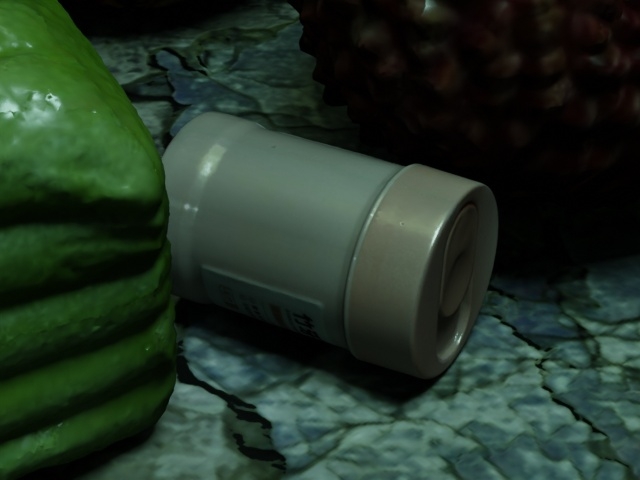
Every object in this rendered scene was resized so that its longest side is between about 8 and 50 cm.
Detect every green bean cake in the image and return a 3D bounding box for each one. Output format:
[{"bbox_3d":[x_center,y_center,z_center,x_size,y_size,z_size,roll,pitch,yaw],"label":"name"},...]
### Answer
[{"bbox_3d":[-0.167,-0.024,0.727,0.125,0.222,0.248,-23,44,-31],"label":"green bean cake"}]

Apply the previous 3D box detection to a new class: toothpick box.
[{"bbox_3d":[0.000,0.000,0.795,0.149,0.098,0.098,17,39,23],"label":"toothpick box"}]

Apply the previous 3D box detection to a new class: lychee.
[{"bbox_3d":[0.122,-0.159,0.844,0.306,0.306,0.330,-15,12,-20],"label":"lychee"}]

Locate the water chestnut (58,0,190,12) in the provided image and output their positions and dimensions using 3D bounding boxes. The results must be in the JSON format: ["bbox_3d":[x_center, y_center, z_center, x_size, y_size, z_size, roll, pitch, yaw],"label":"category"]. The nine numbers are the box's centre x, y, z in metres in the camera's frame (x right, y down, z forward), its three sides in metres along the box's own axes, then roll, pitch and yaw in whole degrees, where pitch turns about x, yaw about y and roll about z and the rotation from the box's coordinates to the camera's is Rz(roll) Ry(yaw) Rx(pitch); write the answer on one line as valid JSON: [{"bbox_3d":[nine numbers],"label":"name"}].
[{"bbox_3d":[-0.107,-0.297,1.094,0.335,0.347,0.335,-15,61,29],"label":"water chestnut"}]
